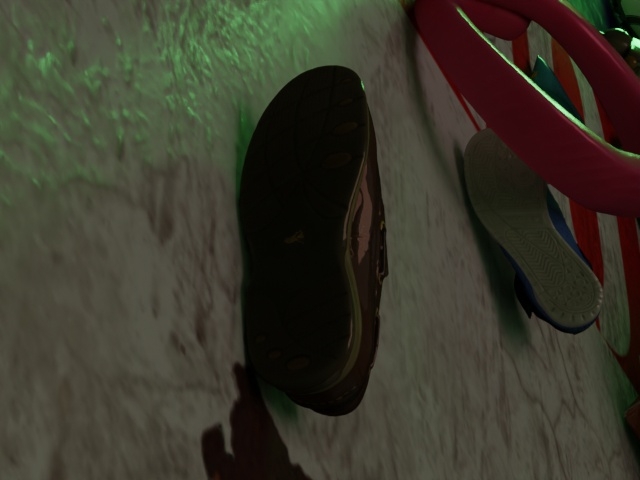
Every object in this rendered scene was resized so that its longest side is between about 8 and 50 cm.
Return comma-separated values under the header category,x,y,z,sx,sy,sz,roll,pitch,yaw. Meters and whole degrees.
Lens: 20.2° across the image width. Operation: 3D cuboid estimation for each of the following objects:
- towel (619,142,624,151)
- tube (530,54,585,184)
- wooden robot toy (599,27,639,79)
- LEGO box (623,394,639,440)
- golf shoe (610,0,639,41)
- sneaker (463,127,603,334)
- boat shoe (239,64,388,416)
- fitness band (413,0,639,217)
category,x,y,z,sx,sy,sz,roll,pitch,yaw
towel,0.400,-0.005,1.945,0.370,0.040,0.271,-20,92,-69
tube,0.187,-0.097,1.446,0.080,0.052,0.207,64,18,-10
wooden robot toy,0.312,-0.182,1.859,0.079,0.076,0.173,33,27,-3
LEGO box,0.519,0.242,1.569,0.500,0.193,0.372,53,27,0
golf shoe,0.408,-0.229,2.035,0.198,0.094,0.077,54,22,3
sneaker,0.146,-0.003,1.243,0.152,0.058,0.084,59,-2,14
boat shoe,0.000,0.000,0.850,0.060,0.064,0.178,53,33,-53
fitness band,0.174,-0.110,1.289,0.209,0.054,0.291,55,23,19
